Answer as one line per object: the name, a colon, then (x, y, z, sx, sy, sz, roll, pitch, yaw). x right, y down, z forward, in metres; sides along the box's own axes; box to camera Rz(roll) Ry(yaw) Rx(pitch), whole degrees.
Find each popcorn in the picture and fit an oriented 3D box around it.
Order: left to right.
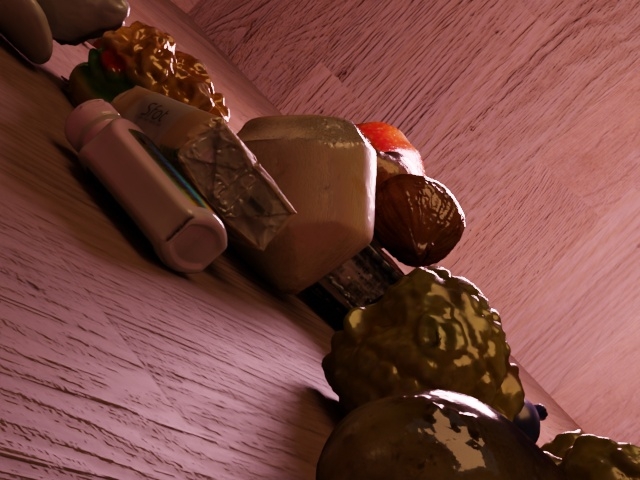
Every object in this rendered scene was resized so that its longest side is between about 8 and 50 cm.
popcorn: (0.127, 0.163, 1.647, 0.251, 0.206, 0.237, 59, -3, 16)
popcorn: (0.312, 0.324, 1.604, 0.242, 0.235, 0.250, 29, -15, 29)

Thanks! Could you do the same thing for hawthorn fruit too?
hawthorn fruit: (0.069, -0.121, 2.823, 0.254, 0.254, 0.300, 47, 8, 24)

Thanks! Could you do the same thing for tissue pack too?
tissue pack: (-0.150, -0.088, 1.753, 0.186, 0.090, 0.222, 50, -13, -33)
tissue pack: (0.082, 0.088, 2.169, 0.332, 0.123, 0.245, 46, 0, -13)

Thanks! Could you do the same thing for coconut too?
coconut: (-0.031, -0.048, 1.933, 0.224, 0.234, 0.224, 0, 3, 0)

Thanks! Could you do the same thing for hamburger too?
hamburger: (-0.220, -0.194, 1.970, 0.237, 0.149, 0.237, 42, 7, -6)

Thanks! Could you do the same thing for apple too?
apple: (0.071, -0.071, 2.313, 0.195, 0.173, 0.160, 7, 42, -48)

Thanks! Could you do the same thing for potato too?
potato: (0.106, 0.219, 1.239, 0.210, 0.173, 0.307, 50, 6, 32)

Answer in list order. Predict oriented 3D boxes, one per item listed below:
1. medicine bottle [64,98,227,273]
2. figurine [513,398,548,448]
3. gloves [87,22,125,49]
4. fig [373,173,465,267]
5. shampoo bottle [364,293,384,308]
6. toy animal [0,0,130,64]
medicine bottle: (-0.195, -0.064, 1.594, 0.219, 0.078, 0.115, 47, 1, 26)
figurine: (0.276, 0.274, 2.250, 0.195, 0.102, 0.111, 43, 39, -45)
gloves: (-0.398, -0.393, 2.352, 0.140, 0.131, 0.218, -130, -158, -53)
fig: (0.148, -0.002, 2.150, 0.146, 0.133, 0.201, 18, 30, -20)
shampoo bottle: (0.162, 0.198, 2.021, 0.284, 0.101, 0.101, 42, 7, -12)
toy animal: (-0.395, -0.364, 1.904, 0.289, 0.174, 0.249, 42, 18, -25)
